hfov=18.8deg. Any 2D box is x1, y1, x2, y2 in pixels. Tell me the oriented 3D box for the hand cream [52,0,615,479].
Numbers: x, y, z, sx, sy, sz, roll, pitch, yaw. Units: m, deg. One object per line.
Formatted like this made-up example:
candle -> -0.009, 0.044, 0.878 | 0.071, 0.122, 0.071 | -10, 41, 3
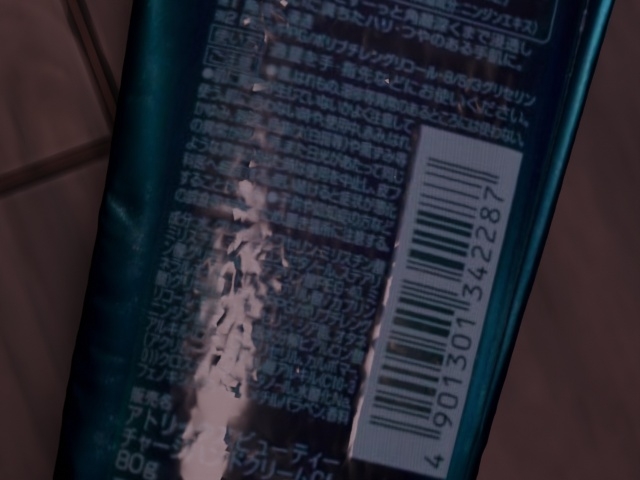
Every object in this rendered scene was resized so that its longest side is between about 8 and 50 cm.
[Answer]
hand cream -> 0.000, 0.000, 0.446 | 0.120, 0.061, 0.271 | 14, 89, -9
